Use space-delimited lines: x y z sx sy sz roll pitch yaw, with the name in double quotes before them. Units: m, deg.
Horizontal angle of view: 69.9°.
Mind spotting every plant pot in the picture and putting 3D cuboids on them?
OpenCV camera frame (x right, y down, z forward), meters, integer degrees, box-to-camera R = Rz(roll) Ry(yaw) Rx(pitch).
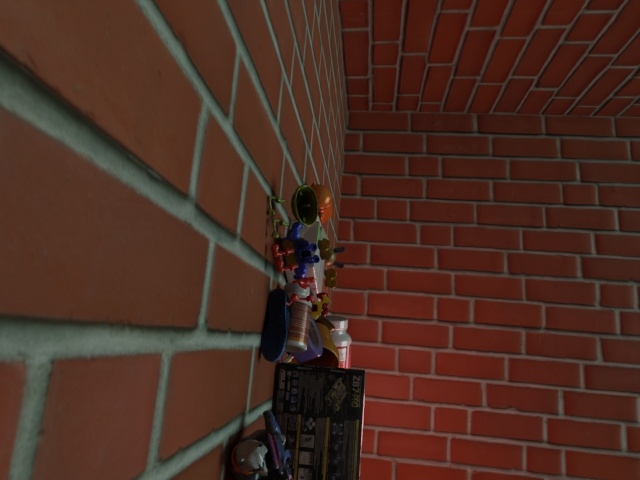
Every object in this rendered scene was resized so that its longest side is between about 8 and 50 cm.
"plant pot" -0.022 0.454 1.932 0.188 0.205 0.205 -87 177 -60

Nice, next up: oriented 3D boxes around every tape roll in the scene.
"tape roll" -0.066 0.344 1.674 0.189 0.080 0.189 -23 90 -81

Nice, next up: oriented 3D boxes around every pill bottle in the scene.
"pill bottle" 0.053 0.628 2.505 0.229 0.228 0.408 1 92 -83
"pill bottle" -0.092 0.258 1.543 0.121 0.121 0.216 80 15 -62

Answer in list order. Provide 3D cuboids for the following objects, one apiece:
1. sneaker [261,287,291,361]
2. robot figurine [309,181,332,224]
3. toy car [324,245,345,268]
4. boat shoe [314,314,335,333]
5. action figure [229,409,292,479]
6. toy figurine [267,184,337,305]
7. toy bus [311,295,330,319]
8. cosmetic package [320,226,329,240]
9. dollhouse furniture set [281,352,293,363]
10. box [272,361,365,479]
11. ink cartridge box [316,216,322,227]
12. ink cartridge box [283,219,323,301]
"sneaker" -0.128 0.269 1.419 0.090 0.081 0.232 69 23 -57
"robot figurine" -0.010 -0.164 2.032 0.158 0.128 0.219 -60 163 -24
"toy car" 0.019 0.069 2.105 0.149 0.188 0.155 -54 147 -77
"boat shoe" -0.023 0.359 2.080 0.073 0.207 0.073 12 116 -51
"action figure" -0.142 0.622 1.118 0.341 0.178 0.330 -122 -158 -56
"toy figurine" -0.102 0.017 1.482 0.217 0.191 0.363 1 -75 63
"toy bus" -0.056 0.295 1.934 0.104 0.191 0.202 48 14 -6
"cosmetic package" 0.000 0.000 1.872 0.115 0.041 0.060 64 35 -49
"dollhouse furniture set" -0.140 0.413 1.705 0.081 0.091 0.114 -43 129 -16
"box" -0.011 0.641 1.593 0.097 0.318 0.395 55 38 -78
"ink cartridge box" -0.033 -0.017 1.929 0.109 0.062 0.209 -68 150 -42
"ink cartridge box" -0.054 0.104 1.799 0.354 0.119 0.207 83 12 -57
